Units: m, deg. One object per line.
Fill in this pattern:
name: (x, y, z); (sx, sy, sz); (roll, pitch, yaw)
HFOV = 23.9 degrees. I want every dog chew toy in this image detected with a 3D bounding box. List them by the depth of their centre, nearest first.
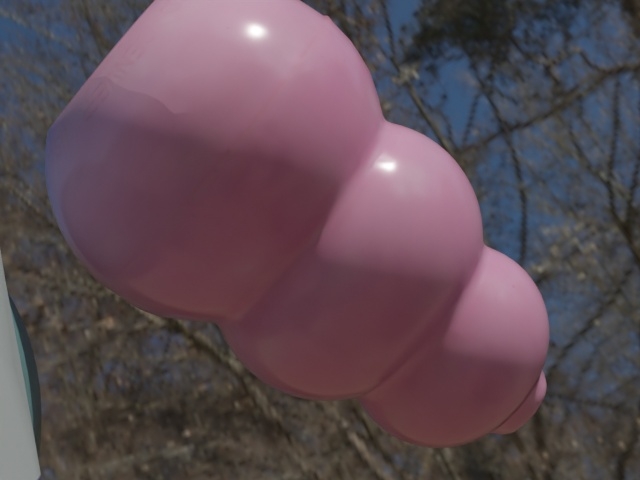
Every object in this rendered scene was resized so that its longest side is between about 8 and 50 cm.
dog chew toy: (0.000, 0.000, 0.907); (0.332, 0.206, 0.206); (40, -72, -9)

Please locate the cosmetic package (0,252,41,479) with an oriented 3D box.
cosmetic package: (-0.165, 0.042, 0.321); (0.156, 0.217, 0.385); (-4, -74, 6)

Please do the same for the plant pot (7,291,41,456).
plant pot: (-0.281, 0.087, 0.873); (0.290, 0.195, 0.290); (3, -74, 10)
